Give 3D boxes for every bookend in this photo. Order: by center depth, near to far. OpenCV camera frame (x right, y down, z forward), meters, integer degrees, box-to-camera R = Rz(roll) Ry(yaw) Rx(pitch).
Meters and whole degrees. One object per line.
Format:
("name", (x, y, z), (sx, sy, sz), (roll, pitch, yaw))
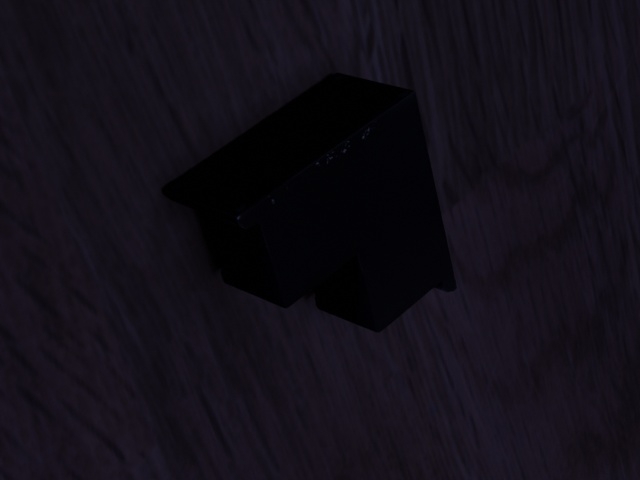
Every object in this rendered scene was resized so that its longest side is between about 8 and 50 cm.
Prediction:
("bookend", (0.000, 0.000, 0.853), (0.156, 0.072, 0.157), (-38, 128, -30))
